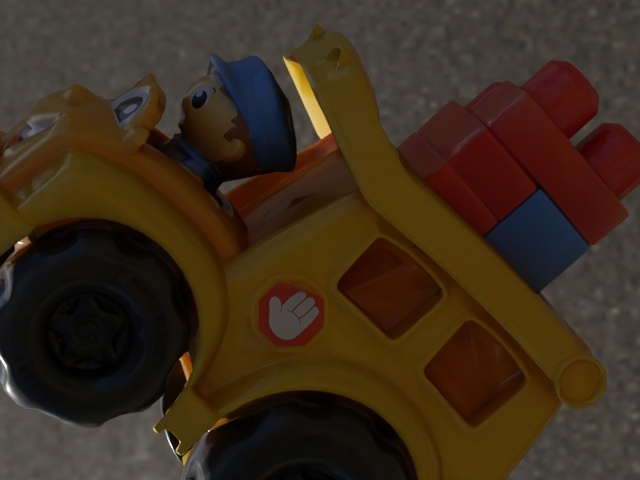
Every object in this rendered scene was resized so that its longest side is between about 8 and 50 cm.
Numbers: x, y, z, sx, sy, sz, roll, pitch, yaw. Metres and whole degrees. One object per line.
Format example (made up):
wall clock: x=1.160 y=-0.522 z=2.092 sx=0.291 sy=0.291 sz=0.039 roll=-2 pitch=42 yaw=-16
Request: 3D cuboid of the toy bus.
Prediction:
toy bus: x=0.000 y=0.000 z=0.691 sx=0.220 sy=0.211 sz=0.149 roll=44 pitch=-174 yaw=-15
